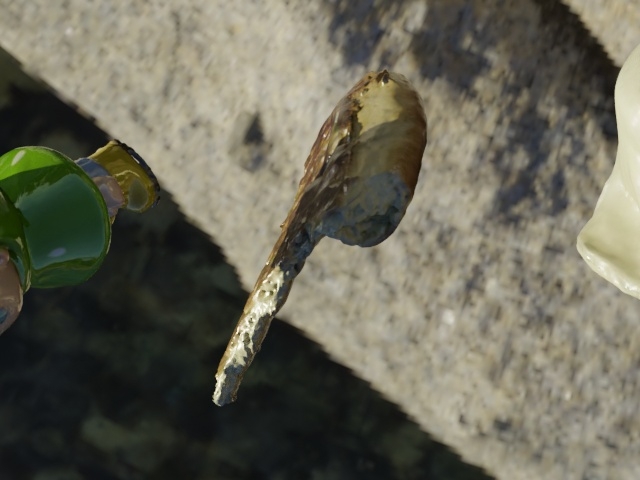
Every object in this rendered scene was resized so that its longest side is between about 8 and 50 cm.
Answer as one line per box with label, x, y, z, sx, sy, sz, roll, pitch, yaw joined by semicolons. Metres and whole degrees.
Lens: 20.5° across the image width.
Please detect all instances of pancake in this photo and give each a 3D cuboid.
pancake;0.000;0.000;1.159;0.057;0.266;0.244;27;92;-5

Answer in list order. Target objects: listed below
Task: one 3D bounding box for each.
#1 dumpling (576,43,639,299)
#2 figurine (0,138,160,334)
dumpling;0.388;-0.088;1.463;0.233;0.315;0.395;33;104;-33
figurine;-0.212;0.010;1.017;0.162;0.263;0.143;-15;102;45
